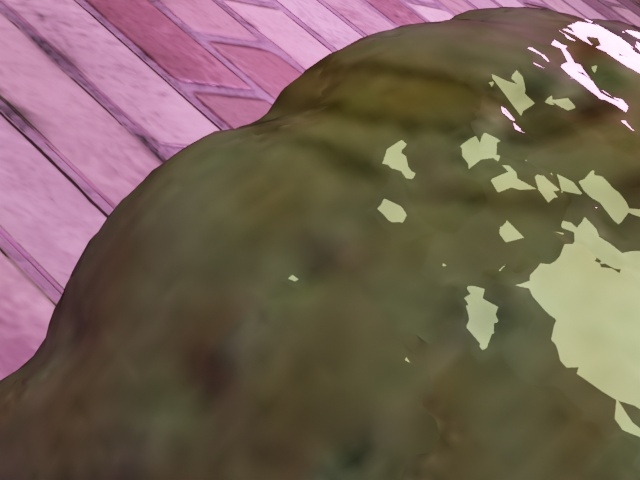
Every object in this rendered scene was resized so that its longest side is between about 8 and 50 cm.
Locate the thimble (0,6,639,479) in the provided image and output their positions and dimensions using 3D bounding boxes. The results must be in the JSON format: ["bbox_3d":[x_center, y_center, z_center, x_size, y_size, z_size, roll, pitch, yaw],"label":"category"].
[{"bbox_3d":[0.061,0.089,0.432,0.195,0.291,0.291,44,23,26],"label":"thimble"}]
